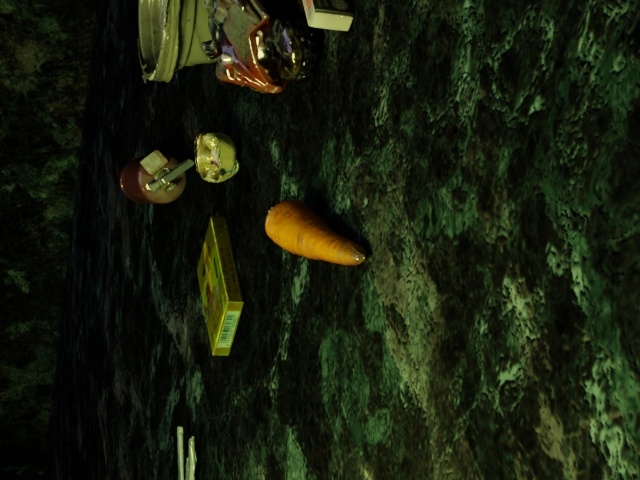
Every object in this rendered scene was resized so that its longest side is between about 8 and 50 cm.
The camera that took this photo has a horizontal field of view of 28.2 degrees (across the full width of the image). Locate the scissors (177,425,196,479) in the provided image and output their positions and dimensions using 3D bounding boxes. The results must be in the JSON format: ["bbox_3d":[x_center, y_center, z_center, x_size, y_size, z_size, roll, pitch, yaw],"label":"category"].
[{"bbox_3d":[-0.231,0.510,2.149,0.256,0.029,0.383,166,104,-72],"label":"scissors"}]

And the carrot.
[{"bbox_3d":[0.000,0.000,1.500,0.256,0.061,0.061,29,115,60],"label":"carrot"}]

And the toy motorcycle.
[{"bbox_3d":[-0.121,-0.349,1.714,0.401,0.134,0.207,63,149,18],"label":"toy motorcycle"}]

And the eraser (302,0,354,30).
[{"bbox_3d":[0.003,-0.300,1.519,0.029,0.052,0.122,115,153,-45],"label":"eraser"}]

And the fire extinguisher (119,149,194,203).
[{"bbox_3d":[-0.306,-0.119,2.387,0.269,0.105,0.105,-177,90,-72],"label":"fire extinguisher"}]

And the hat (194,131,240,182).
[{"bbox_3d":[-0.155,-0.130,1.974,0.076,0.059,0.077,17,110,55],"label":"hat"}]

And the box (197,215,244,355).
[{"bbox_3d":[-0.159,0.069,1.998,0.193,0.030,0.121,-107,27,-45],"label":"box"}]

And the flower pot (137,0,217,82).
[{"bbox_3d":[-0.210,-0.367,2.044,0.235,0.140,0.235,-178,90,-74],"label":"flower pot"}]
